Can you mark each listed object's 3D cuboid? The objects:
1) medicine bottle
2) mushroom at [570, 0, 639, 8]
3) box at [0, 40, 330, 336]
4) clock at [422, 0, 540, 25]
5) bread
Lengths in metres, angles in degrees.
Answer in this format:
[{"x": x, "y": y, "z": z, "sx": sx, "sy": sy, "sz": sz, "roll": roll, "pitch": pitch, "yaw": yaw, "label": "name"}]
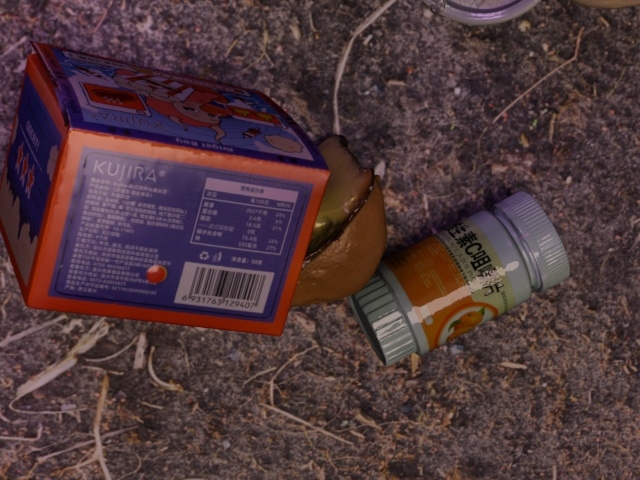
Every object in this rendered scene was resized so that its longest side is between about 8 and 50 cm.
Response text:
[{"x": 0.205, "y": 0.061, "z": 2.186, "sx": 0.318, "sy": 0.158, "sz": 0.158, "roll": -27, "pitch": 121, "yaw": -6, "label": "medicine bottle"}, {"x": 0.424, "y": -0.454, "z": 2.002, "sx": 0.260, "sy": 0.234, "sz": 0.254, "roll": -8, "pitch": 163, "yaw": 18, "label": "mushroom"}, {"x": -0.217, "y": -0.069, "z": 1.874, "sx": 0.348, "sy": 0.318, "sz": 0.257, "roll": 9, "pitch": 112, "yaw": -23, "label": "box"}, {"x": 0.222, "y": -0.416, "z": 1.978, "sx": 0.236, "sy": 0.053, "sz": 0.237, "roll": 5, "pitch": 111, "yaw": 14, "label": "clock"}, {"x": 0.000, "y": 0.000, "z": 2.056, "sx": 0.262, "sy": 0.204, "sz": 0.162, "roll": -45, "pitch": 118, "yaw": 9, "label": "bread"}]
